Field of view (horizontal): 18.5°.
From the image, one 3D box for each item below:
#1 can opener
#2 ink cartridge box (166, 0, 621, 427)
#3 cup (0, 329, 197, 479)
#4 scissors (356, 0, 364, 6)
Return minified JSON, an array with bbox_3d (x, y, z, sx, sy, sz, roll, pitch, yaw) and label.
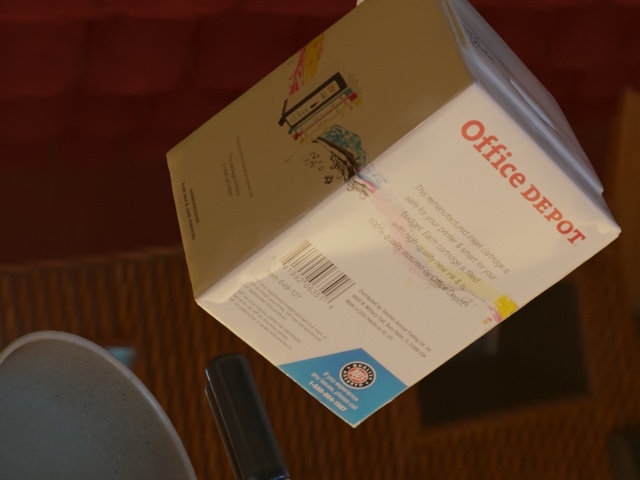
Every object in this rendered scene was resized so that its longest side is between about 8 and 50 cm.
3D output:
[{"bbox_3d":[-0.041,0.233,1.935,0.093,0.074,0.280,-15,-126,-18],"label":"can opener"},{"bbox_3d":[0.045,-0.033,1.309,0.171,0.233,0.168,42,-161,-35],"label":"ink cartridge box"},{"bbox_3d":[-0.297,0.280,1.874,0.237,0.331,0.331,-25,180,26],"label":"cup"},{"bbox_3d":[0.029,-0.145,1.843,0.109,0.297,0.021,8,-130,24],"label":"scissors"}]
